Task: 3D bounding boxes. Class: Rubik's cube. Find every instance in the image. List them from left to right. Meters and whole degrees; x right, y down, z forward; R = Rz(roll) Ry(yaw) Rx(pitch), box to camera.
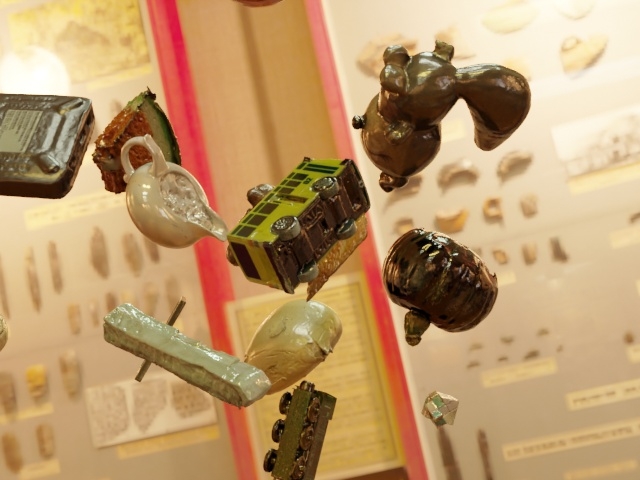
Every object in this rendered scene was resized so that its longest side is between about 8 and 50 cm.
[{"bbox_3d":[0.271,0.389,2.364,0.073,0.084,0.075,18,-16,-14],"label":"Rubik's cube"}]

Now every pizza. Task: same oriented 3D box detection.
[{"bbox_3d":[0.000,0.000,2.093,0.181,0.262,0.034,18,-12,-4],"label":"pizza"}]

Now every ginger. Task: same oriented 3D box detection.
[{"bbox_3d":[-0.149,-0.032,2.329,0.104,0.204,0.080,20,10,-28],"label":"ginger"}]

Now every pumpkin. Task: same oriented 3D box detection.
[{"bbox_3d":[0.274,0.123,2.489,0.296,0.295,0.296,-12,-10,-2],"label":"pumpkin"}]

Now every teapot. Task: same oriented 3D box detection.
[{"bbox_3d":[-0.348,-0.099,2.308,0.166,0.299,0.208,-14,27,43],"label":"teapot"}]

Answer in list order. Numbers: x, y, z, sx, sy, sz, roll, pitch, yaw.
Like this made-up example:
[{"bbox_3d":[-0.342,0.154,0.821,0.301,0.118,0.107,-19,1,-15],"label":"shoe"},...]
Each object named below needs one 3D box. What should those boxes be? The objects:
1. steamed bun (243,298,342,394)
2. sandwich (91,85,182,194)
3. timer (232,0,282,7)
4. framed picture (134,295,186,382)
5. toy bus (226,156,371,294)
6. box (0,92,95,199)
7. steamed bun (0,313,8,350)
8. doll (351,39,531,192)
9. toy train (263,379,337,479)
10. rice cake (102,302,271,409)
[{"bbox_3d":[-0.083,0.260,2.578,0.273,0.166,0.232,-35,5,41],"label":"steamed bun"},{"bbox_3d":[-0.441,-0.205,2.467,0.212,0.292,0.109,-44,39,-22],"label":"sandwich"},{"bbox_3d":[-0.128,-0.595,2.097,0.230,0.229,0.215,-18,20,30],"label":"timer"},{"bbox_3d":[-0.358,0.218,2.303,0.015,0.203,0.150,30,-3,-7],"label":"framed picture"},{"bbox_3d":[-0.038,-0.037,1.882,0.150,0.128,0.262,11,46,40],"label":"toy bus"},{"bbox_3d":[-0.635,-0.206,2.147,0.289,0.290,0.073,4,-43,4],"label":"box"},{"bbox_3d":[-0.621,0.177,1.855,0.112,0.091,0.130,-28,12,-11],"label":"steamed bun"},{"bbox_3d":[0.265,-0.257,2.370,0.379,0.252,0.382,19,-33,7],"label":"doll"},{"bbox_3d":[-0.041,0.405,2.109,0.090,0.225,0.137,9,-14,25],"label":"toy train"},{"bbox_3d":[-0.227,0.193,1.705,0.336,0.063,0.066,22,38,30],"label":"rice cake"}]
